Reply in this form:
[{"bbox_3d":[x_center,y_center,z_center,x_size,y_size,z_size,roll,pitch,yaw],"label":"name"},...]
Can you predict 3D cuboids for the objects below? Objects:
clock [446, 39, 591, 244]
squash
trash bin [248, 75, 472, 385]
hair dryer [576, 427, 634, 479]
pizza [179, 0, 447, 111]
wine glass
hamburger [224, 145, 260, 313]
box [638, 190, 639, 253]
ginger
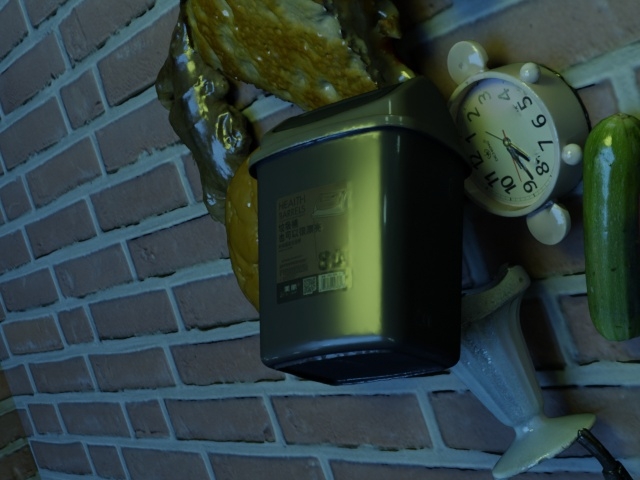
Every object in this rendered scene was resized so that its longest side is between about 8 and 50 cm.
[{"bbox_3d":[0.202,-0.105,1.035,0.155,0.063,0.229,-35,81,51],"label":"clock"},{"bbox_3d":[0.286,-0.010,0.968,0.066,0.066,0.229,16,121,48],"label":"squash"},{"bbox_3d":[0.040,-0.011,1.019,0.209,0.182,0.290,-12,67,34],"label":"trash bin"},{"bbox_3d":[0.308,0.281,1.045,0.219,0.075,0.195,61,155,-12],"label":"hair dryer"},{"bbox_3d":[0.005,-0.240,1.158,0.406,0.130,0.440,43,161,0],"label":"pizza"},{"bbox_3d":[0.194,0.140,1.093,0.196,0.165,0.165,58,143,2],"label":"wine glass"},{"bbox_3d":[0.000,0.000,1.267,0.318,0.158,0.319,24,123,43],"label":"hamburger"},{"bbox_3d":[0.391,0.088,0.838,0.263,0.108,0.404,9,113,50],"label":"box"},{"bbox_3d":[-0.171,-0.177,1.468,0.166,0.080,0.333,-16,97,42],"label":"ginger"}]
